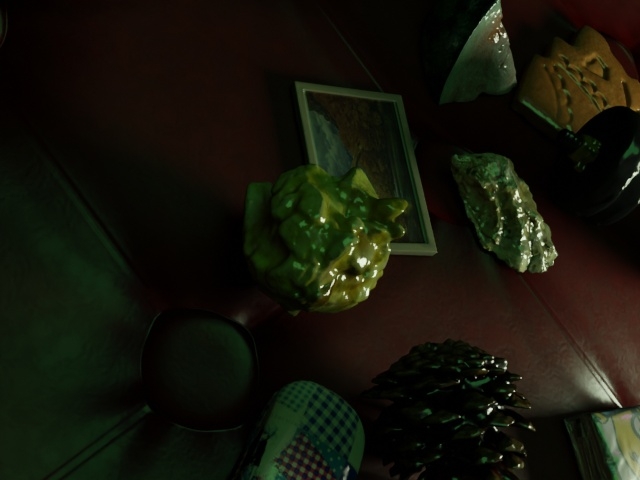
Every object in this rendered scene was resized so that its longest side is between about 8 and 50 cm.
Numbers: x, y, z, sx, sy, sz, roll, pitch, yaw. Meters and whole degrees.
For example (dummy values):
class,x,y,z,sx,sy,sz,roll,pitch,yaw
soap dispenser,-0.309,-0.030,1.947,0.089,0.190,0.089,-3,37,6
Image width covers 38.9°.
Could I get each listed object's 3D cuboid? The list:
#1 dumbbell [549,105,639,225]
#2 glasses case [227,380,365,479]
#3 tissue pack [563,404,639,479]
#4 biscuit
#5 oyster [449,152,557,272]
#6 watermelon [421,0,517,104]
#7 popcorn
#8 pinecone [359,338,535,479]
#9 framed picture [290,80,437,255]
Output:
class,x,y,z,sx,sy,sz,roll,pitch,yaw
dumbbell,0.513,-0.056,1.386,0.388,0.185,0.185,31,55,-14
glasses case,-0.048,0.298,0.948,0.125,0.076,0.327,36,55,-13
tissue pack,0.420,0.285,1.240,0.155,0.065,0.115,-2,69,-31
biscuit,0.439,-0.236,1.512,0.306,0.043,0.284,-10,73,-34
oyster,0.277,-0.046,1.311,0.133,0.072,0.209,-24,83,-33
watermelon,0.220,-0.305,1.418,0.207,0.136,0.202,-97,166,-52
popcorn,0.000,-0.001,1.048,0.185,0.187,0.167,-4,77,-23
pinecone,0.149,0.220,1.046,0.179,0.184,0.204,-6,96,-42
framed picture,0.059,-0.098,1.238,0.184,0.016,0.250,3,66,-30
